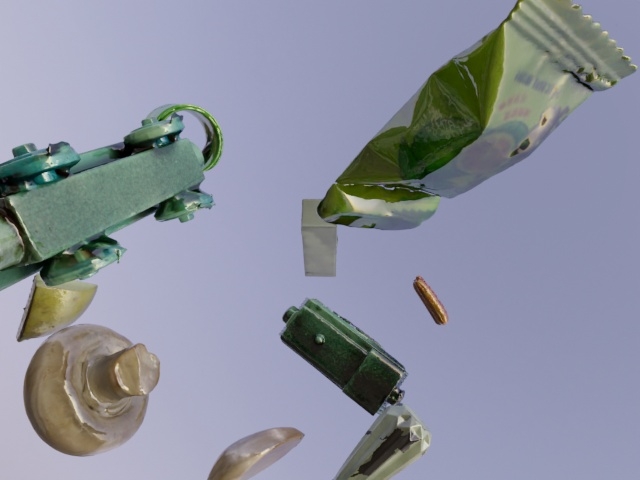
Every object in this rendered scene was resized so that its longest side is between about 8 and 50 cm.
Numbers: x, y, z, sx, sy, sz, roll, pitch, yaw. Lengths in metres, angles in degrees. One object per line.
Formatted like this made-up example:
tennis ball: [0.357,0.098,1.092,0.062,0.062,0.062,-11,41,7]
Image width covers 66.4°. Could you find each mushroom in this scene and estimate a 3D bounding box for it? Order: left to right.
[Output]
mushroom: [-0.337,0.219,0.759,0.204,0.204,0.204,13,-63,26]

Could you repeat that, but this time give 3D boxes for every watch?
watch: [-0.259,-0.171,0.856,0.131,0.165,0.152,25,-89,55]

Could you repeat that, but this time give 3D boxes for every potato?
potato: [-0.516,0.150,0.964,0.081,0.120,0.149,41,-69,52]

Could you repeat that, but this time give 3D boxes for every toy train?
toy train: [-0.247,-0.040,0.499,0.194,0.298,0.120,-11,-73,23]
toy train: [0.048,0.251,1.085,0.330,0.178,0.138,36,-97,11]

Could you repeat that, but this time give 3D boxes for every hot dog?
hot dog: [0.288,0.156,1.275,0.038,0.062,0.144,-31,-97,-7]

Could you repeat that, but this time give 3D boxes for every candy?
candy: [0.114,-0.087,0.401,0.246,0.149,0.069,-36,-120,46]

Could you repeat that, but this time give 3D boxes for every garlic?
garlic: [-0.186,0.615,1.410,0.112,0.318,0.143,53,-43,38]

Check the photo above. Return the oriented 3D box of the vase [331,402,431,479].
vase: [0.150,0.635,1.406,0.360,0.165,0.165,-44,-96,0]

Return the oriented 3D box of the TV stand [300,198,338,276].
TV stand: [0.000,0.000,1.238,0.088,0.082,0.269,2,-28,1]
